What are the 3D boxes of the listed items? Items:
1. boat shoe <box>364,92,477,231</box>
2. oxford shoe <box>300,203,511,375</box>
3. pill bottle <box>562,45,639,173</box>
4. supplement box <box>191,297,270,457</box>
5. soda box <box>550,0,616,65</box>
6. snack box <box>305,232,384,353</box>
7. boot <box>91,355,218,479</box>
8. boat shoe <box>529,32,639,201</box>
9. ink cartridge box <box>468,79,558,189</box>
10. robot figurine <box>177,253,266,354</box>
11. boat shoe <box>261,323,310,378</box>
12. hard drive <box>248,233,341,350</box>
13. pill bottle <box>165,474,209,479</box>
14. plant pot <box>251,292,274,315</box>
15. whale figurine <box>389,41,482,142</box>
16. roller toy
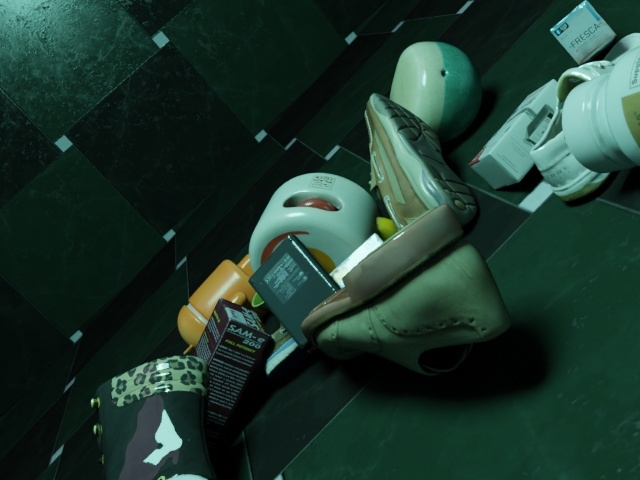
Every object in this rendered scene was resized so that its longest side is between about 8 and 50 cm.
[{"bbox_3d":[0.118,-0.108,1.167,0.116,0.123,0.324,-51,33,26],"label":"boat shoe"},{"bbox_3d":[0.081,0.099,0.870,0.140,0.147,0.397,-35,-8,-18],"label":"oxford shoe"},{"bbox_3d":[0.352,-0.135,0.745,0.131,0.131,0.229,-54,18,-23],"label":"pill bottle"},{"bbox_3d":[-0.167,0.220,1.187,0.240,0.073,0.130,-65,17,4],"label":"supplement box"},{"bbox_3d":[0.360,-0.277,1.057,0.058,0.063,0.183,-40,-4,22],"label":"soda box"},{"bbox_3d":[0.031,0.073,1.071,0.178,0.064,0.022,-42,-27,4],"label":"snack box"},{"bbox_3d":[-0.272,0.341,1.020,0.377,0.138,0.284,-35,42,24],"label":"boot"},{"bbox_3d":[0.333,-0.174,0.935,0.098,0.096,0.277,-26,25,56],"label":"boat shoe"},{"bbox_3d":[0.272,-0.140,1.040,0.135,0.056,0.099,-49,2,-6],"label":"ink cartridge box"},{"bbox_3d":[-0.175,0.126,1.438,0.219,0.128,0.158,-48,44,-8],"label":"robot figurine"},{"bbox_3d":[-0.026,0.126,1.137,0.183,0.066,0.066,-41,60,19],"label":"boat shoe"},{"bbox_3d":[-0.030,0.070,1.065,0.094,0.022,0.135,-47,61,11],"label":"hard drive"},{"bbox_3d":[-0.027,0.282,0.493,0.153,0.264,0.153,-42,18,18],"label":"pill bottle"},{"bbox_3d":[-0.057,0.101,1.284,0.083,0.079,0.083,-43,17,16],"label":"plant pot"},{"bbox_3d":[0.196,-0.238,1.381,0.272,0.141,0.216,120,149,-73],"label":"whale figurine"},{"bbox_3d":[0.000,0.000,1.183,0.209,0.191,0.146,-35,20,33],"label":"roller toy"}]
